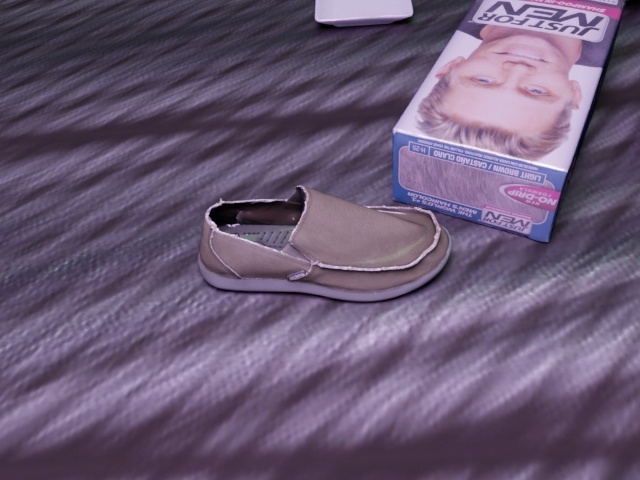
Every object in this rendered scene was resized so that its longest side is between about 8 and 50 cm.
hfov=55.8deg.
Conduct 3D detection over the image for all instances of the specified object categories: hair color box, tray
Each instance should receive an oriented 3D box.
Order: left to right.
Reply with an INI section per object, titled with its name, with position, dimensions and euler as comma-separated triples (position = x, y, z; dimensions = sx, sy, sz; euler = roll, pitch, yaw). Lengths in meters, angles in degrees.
[tray]
position = 0.067, -0.417, 0.980
dimensions = 0.145, 0.030, 0.270
euler = -2, 49, 5
[hair color box]
position = 0.226, -0.172, 0.698
dimensions = 0.174, 0.105, 0.347
euler = 17, 53, 20

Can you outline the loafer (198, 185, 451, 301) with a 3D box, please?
[loafer]
position = 0.000, 0.000, 0.580
dimensions = 0.252, 0.087, 0.094
euler = -4, 49, 3
